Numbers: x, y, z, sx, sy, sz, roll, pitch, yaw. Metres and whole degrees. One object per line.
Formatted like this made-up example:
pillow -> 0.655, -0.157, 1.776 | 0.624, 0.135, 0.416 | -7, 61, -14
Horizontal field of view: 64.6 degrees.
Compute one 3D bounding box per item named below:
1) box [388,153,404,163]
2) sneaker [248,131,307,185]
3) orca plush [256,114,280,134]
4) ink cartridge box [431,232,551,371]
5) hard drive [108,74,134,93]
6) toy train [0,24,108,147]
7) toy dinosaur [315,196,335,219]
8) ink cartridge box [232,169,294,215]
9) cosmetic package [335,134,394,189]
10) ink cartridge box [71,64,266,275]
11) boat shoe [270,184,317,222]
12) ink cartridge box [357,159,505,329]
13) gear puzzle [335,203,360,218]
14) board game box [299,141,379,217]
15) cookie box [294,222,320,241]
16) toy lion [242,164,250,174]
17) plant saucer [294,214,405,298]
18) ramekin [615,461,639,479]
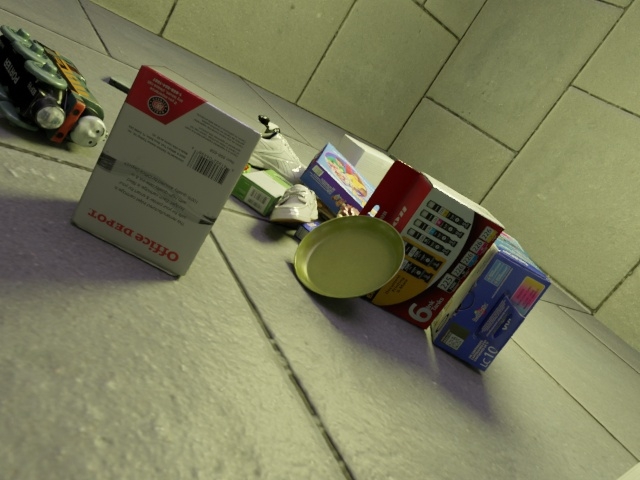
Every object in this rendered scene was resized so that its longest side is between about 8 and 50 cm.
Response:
box -> 0.387, -0.122, 1.944 | 0.343, 0.179, 0.312 | 30, 16, -46
sneaker -> -0.132, -0.272, 1.641 | 0.297, 0.129, 0.111 | 24, 18, -29
orca plush -> -0.241, -0.355, 1.726 | 0.287, 0.151, 0.102 | 6, 63, -60
ink cartridge box -> 0.400, 0.130, 1.255 | 0.151, 0.269, 0.395 | 30, 18, 2
hard drive -> -0.578, -0.468, 1.578 | 0.135, 0.022, 0.094 | 28, 18, -15
toy train -> -0.559, -0.311, 1.038 | 0.334, 0.142, 0.190 | 45, 12, 32
toy dinosaur -> 0.002, -0.098, 1.520 | 0.211, 0.064, 0.112 | 45, 20, 32
ink cartridge box -> -0.142, -0.133, 1.369 | 0.109, 0.062, 0.209 | 35, 18, 7
cosmetic package -> 0.137, -0.222, 1.802 | 0.224, 0.224, 0.138 | 16, 24, -42
ink cartridge box -> -0.240, -0.109, 0.816 | 0.197, 0.272, 0.114 | 30, 15, -10
boat shoe -> -0.065, -0.094, 1.283 | 0.098, 0.096, 0.277 | 4, 7, 7
ink cartridge box -> 0.215, 0.012, 1.192 | 0.272, 0.309, 0.130 | 27, 19, -14
gear puzzle -> 0.170, 0.042, 1.363 | 0.339, 0.044, 0.175 | 44, 31, -12
board game box -> 0.106, -0.132, 1.582 | 0.347, 0.078, 0.233 | 44, 25, -10
cookie box -> 0.000, 0.000, 1.296 | 0.107, 0.040, 0.092 | 40, 21, 21
toy lion -> -0.236, -0.193, 1.346 | 0.096, 0.034, 0.100 | -8, 31, -15
plant saucer -> 0.063, 0.040, 1.101 | 0.241, 0.241, 0.037 | 51, -18, 43
ramekin -> 0.642, 0.516, 0.878 | 0.277, 0.135, 0.277 | 30, 18, -11
